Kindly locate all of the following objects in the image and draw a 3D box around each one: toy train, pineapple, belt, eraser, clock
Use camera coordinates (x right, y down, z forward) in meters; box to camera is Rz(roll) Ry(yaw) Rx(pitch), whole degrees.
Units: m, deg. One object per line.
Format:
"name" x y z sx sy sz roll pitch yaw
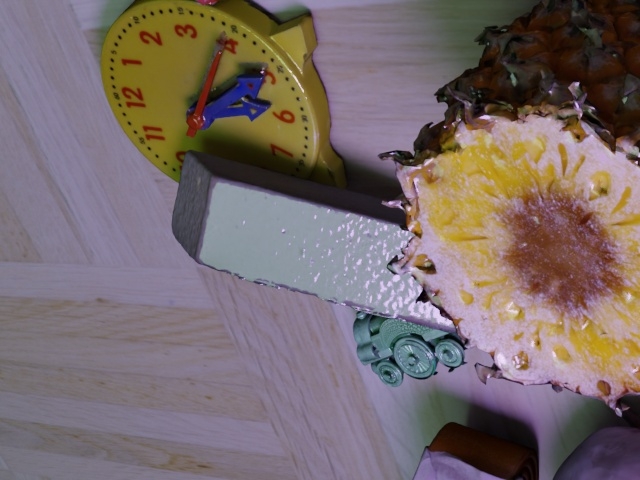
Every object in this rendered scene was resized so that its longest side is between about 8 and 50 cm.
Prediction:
"toy train" 0.112 0.111 1.531 0.178 0.071 0.104 -26 104 44
"pineapple" 0.245 -0.058 1.103 0.352 0.300 0.352 19 138 18
"belt" 0.186 0.375 1.616 0.122 0.217 0.339 15 133 22
"eraser" 0.000 0.000 1.423 0.352 0.077 0.111 15 110 5
"clock" -0.122 -0.150 1.439 0.293 0.071 0.277 5 131 31

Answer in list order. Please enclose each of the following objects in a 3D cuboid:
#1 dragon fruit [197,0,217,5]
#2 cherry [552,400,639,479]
"dragon fruit" -0.118 -0.284 1.321 0.083 0.056 0.060 38 140 -1
"cherry" 0.371 0.361 1.419 0.291 0.335 0.326 35 166 -23
